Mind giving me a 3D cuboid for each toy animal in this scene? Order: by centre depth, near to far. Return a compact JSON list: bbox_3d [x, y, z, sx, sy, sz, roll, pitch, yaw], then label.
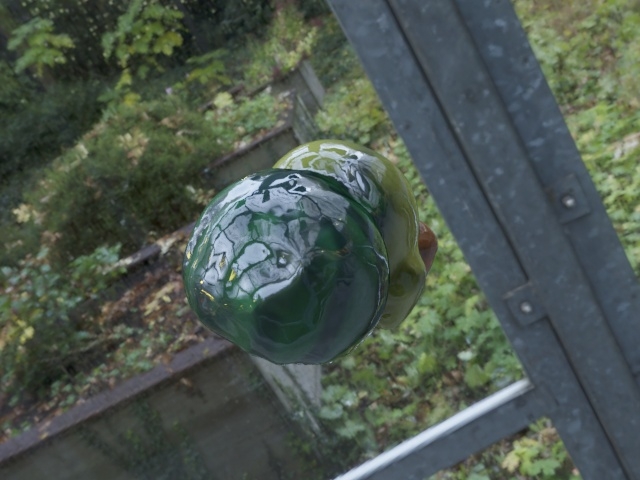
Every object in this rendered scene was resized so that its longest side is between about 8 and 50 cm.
[{"bbox_3d":[0.000,-0.002,0.708,0.216,0.191,0.338,20,18,18],"label":"toy animal"}]
